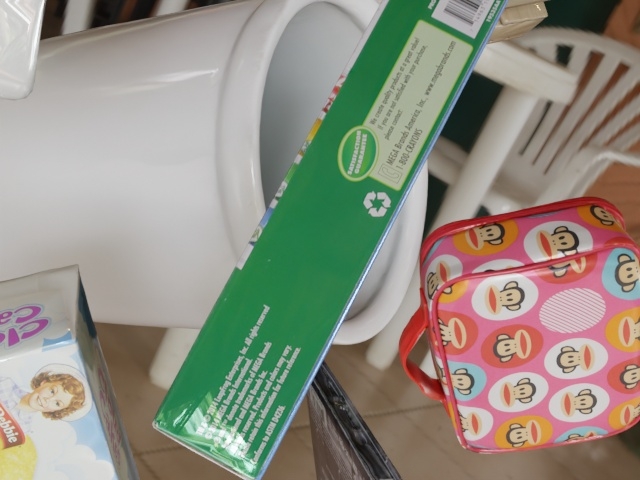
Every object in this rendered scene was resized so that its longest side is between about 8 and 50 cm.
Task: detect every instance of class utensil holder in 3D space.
[{"bbox_3d":[-0.131,-0.068,0.933,0.386,0.327,0.328,-1,1,32],"label":"utensil holder"}]

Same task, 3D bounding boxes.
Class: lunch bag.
[{"bbox_3d":[0.213,0.106,1.004,0.258,0.293,0.120,-12,38,3],"label":"lunch bag"}]

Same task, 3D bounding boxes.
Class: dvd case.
[{"bbox_3d":[0.027,0.195,0.513,0.018,0.221,0.164,-10,16,-11],"label":"dvd case"}]

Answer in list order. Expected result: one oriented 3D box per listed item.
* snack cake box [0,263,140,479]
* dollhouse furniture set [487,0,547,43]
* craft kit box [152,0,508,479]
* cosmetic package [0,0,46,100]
[{"bbox_3d":[-0.186,0.161,0.555,0.152,0.264,0.089,-13,29,-7],"label":"snack cake box"},{"bbox_3d":[0.184,-0.424,1.128,0.198,0.303,0.286,-14,-7,-19],"label":"dollhouse furniture set"},{"bbox_3d":[0.000,0.000,0.508,0.061,0.249,0.246,28,-12,3],"label":"craft kit box"},{"bbox_3d":[-0.272,-0.197,0.443,0.230,0.161,0.453,6,15,-27],"label":"cosmetic package"}]
